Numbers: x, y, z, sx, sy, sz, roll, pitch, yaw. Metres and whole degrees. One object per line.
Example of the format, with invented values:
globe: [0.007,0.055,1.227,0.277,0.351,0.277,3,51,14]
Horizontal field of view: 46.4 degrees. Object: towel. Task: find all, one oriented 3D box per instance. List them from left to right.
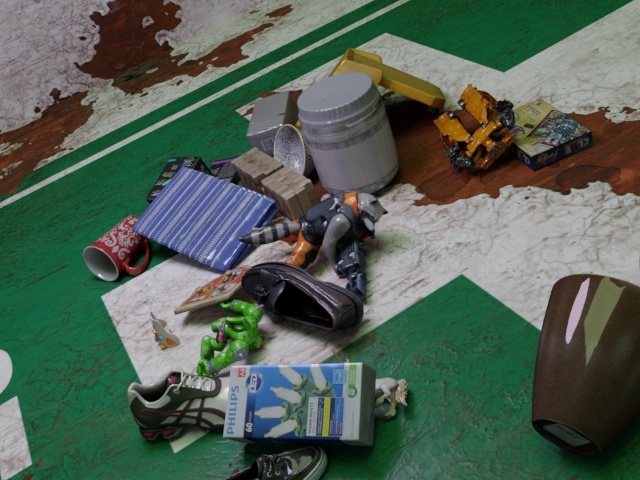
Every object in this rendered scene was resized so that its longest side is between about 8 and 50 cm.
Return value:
towel: [-0.302,-0.059,1.961,0.335,0.040,0.243,22,63,28]

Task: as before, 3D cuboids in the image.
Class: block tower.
block tower: [-0.123,-0.152,2.041,0.090,0.097,0.335,-32,37,-17]

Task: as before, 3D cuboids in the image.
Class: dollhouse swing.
dollhouse swing: [0.147,-0.391,2.188,0.315,0.304,0.347,-52,9,18]

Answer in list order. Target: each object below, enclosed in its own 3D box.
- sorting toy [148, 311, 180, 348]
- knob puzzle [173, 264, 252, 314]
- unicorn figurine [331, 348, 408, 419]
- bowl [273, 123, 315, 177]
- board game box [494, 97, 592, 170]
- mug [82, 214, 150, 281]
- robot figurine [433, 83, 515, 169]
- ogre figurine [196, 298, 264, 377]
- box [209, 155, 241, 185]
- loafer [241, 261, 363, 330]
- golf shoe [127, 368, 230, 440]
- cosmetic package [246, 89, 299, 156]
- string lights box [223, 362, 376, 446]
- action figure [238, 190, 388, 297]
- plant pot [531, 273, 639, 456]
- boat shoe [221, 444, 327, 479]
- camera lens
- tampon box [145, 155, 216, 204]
sorting toy: [-0.364,0.197,1.692,0.044,0.075,0.083,-32,35,-17]
knob puzzle: [-0.234,0.098,1.752,0.213,0.030,0.213,-25,13,6]
unicorn figurine: [0.085,0.272,1.372,0.161,0.060,0.111,8,40,12]
bowl: [-0.056,-0.243,2.098,0.080,0.170,0.170,-11,25,-32]
board game box: [0.548,-0.273,1.892,0.165,0.042,0.243,-23,33,-3]
mug: [-0.530,0.027,2.022,0.113,0.150,0.169,-41,9,44]
robot figurine: [0.400,-0.288,1.916,0.211,0.085,0.291,-47,30,18]
ogre figurine: [-0.186,0.199,1.579,0.118,0.097,0.197,-12,21,33]
box: [-0.293,-0.195,2.248,0.116,0.029,0.162,-7,35,22]
loafer: [-0.057,0.119,1.574,0.302,0.109,0.095,15,23,31]
golf shoe: [-0.237,0.304,1.439,0.272,0.120,0.105,-16,32,4]
cosmetic package: [-0.146,-0.364,2.340,0.127,0.107,0.238,-16,37,13]
string lights box: [-0.036,0.291,1.326,0.259,0.077,0.134,-6,67,23]
action figure: [0.000,0.000,1.693,0.330,0.179,0.341,-28,31,7]
plant pot: [0.423,0.207,1.166,0.215,0.215,0.230,12,59,39]
boat shoe: [-0.099,0.401,1.263,0.228,0.076,0.080,-25,34,-5]
camera lens: [0.075,-0.264,1.924,0.219,0.274,0.219,-14,34,10]
tampon box: [-0.397,-0.147,2.143,0.120,0.101,0.161,3,55,32]
